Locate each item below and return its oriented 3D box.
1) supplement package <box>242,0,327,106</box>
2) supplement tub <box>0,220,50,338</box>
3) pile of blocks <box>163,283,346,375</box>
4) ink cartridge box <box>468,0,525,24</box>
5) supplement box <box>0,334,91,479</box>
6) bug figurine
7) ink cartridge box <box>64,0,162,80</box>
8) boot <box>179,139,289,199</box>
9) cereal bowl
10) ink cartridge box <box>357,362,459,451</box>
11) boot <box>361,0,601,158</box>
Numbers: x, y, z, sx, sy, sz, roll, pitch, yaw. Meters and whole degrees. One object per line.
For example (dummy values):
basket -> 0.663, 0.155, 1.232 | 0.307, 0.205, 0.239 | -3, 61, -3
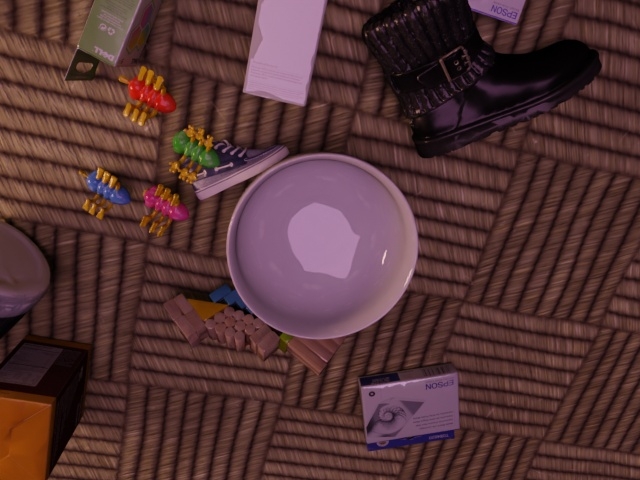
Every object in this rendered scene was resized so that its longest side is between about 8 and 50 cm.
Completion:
supplement package -> -0.058, -0.323, 0.779 | 0.105, 0.105, 0.179 | 11, 110, -8
supplement tub -> -0.669, 0.127, 0.842 | 0.338, 0.207, 0.207 | -41, 108, 10
pile of blocks -> -0.127, 0.172, 0.974 | 0.363, 0.148, 0.112 | 15, 152, -1
ink cartridge box -> 0.262, -0.485, 0.775 | 0.207, 0.045, 0.208 | 14, 111, -9
supplement box -> -0.555, 0.322, 0.931 | 0.129, 0.194, 0.191 | 12, 109, -9
bug figurine -> -0.293, -0.140, 0.826 | 0.216, 0.072, 0.278 | 36, 109, 4
ink cartridge box -> -0.315, -0.332, 0.751 | 0.062, 0.109, 0.209 | 27, 106, -13
boot -> -0.156, -0.148, 0.854 | 0.190, 0.069, 0.086 | -25, 106, 7
cereal bowl -> 0.000, 0.000, 0.880 | 0.340, 0.141, 0.338 | -2, 108, -6
ink cartridge box -> 0.207, 0.400, 1.103 | 0.224, 0.045, 0.223 | -9, 111, -1
boot -> 0.267, -0.315, 0.785 | 0.348, 0.131, 0.260 | -25, 114, 5
